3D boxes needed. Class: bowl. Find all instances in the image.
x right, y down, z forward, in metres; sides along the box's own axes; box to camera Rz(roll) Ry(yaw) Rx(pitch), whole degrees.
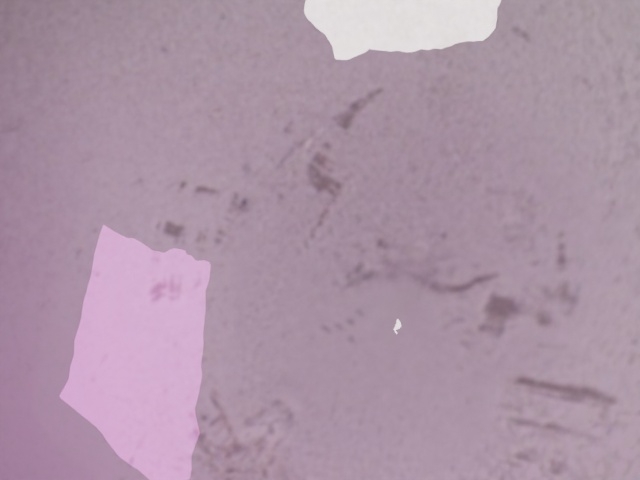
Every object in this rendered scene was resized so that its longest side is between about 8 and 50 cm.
[{"bbox_3d":[0.000,0.000,0.386,0.435,0.196,0.435,-7,76,28],"label":"bowl"}]
